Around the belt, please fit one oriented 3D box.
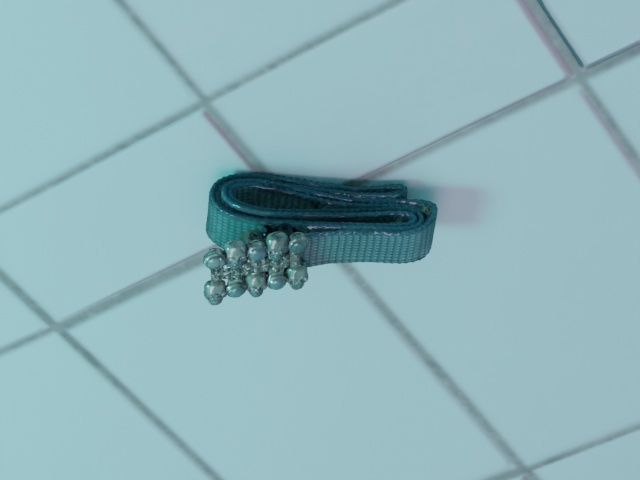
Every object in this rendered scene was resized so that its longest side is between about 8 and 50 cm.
[{"bbox_3d":[0.001,-0.003,1.222,0.179,0.100,0.065,1,136,-2],"label":"belt"}]
